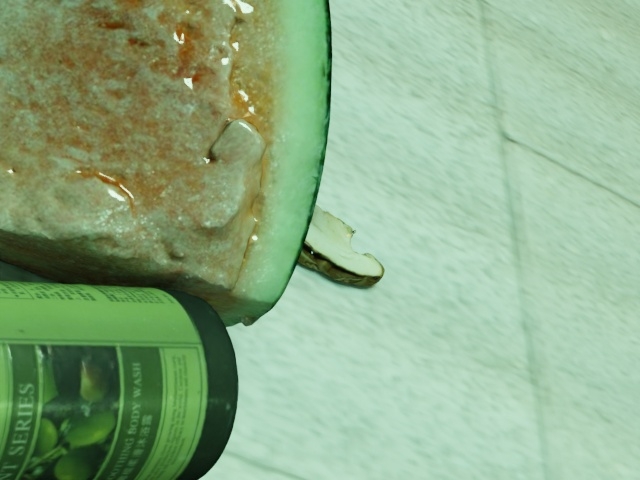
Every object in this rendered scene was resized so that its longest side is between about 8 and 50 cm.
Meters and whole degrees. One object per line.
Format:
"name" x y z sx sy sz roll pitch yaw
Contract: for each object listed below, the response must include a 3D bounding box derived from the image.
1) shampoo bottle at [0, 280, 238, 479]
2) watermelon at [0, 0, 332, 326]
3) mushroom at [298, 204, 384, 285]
"shampoo bottle" -0.173 0.066 0.611 0.284 0.101 0.101 5 52 -40
"watermelon" -0.132 -0.079 0.785 0.250 0.292 0.283 58 23 -82
"mushroom" 0.000 0.000 0.902 0.101 0.019 0.049 34 39 -18
